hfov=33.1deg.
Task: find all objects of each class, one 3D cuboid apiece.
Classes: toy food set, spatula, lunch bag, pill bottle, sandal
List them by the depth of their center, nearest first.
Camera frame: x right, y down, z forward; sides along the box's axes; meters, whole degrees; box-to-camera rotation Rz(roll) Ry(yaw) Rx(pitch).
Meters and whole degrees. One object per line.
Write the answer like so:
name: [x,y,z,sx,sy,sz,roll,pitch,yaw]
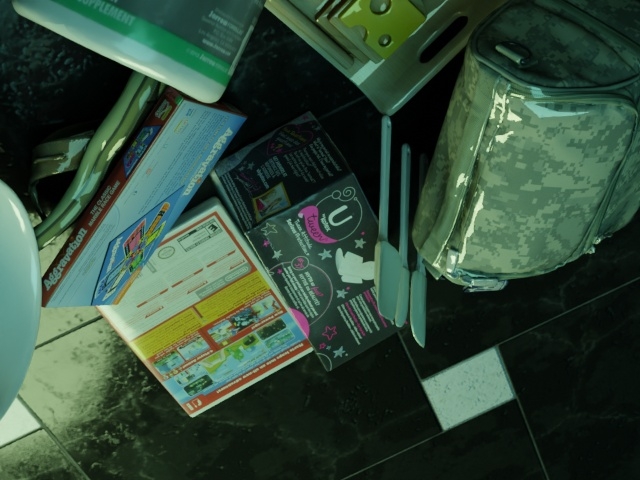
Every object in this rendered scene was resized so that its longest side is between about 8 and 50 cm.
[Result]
pill bottle: [-0.107,-0.323,0.945,0.204,0.204,0.361,23,95,-30]
toy food set: [0.048,-0.289,1.137,0.219,0.092,0.306,-44,125,15]
sandal: [-0.259,-0.100,1.179,0.086,0.120,0.303,37,109,-4]
lunch bag: [0.234,-0.110,1.192,0.256,0.212,0.305,-24,143,-33]
spatula: [0.097,-0.013,1.241,0.019,0.242,0.168,-6,159,27]

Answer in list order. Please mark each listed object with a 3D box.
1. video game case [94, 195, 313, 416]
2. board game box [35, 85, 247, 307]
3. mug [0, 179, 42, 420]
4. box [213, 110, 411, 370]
video game case: [-0.152,0.094,1.390,0.204,0.025,0.285,-29,128,4]
board game box: [-0.200,-0.041,1.207,0.281,0.027,0.145,-54,159,13]
mug: [-0.504,0.067,1.031,0.327,0.374,0.276,4,103,14]
box: [0.000,0.000,1.285,0.142,0.163,0.247,-28,129,-1]
